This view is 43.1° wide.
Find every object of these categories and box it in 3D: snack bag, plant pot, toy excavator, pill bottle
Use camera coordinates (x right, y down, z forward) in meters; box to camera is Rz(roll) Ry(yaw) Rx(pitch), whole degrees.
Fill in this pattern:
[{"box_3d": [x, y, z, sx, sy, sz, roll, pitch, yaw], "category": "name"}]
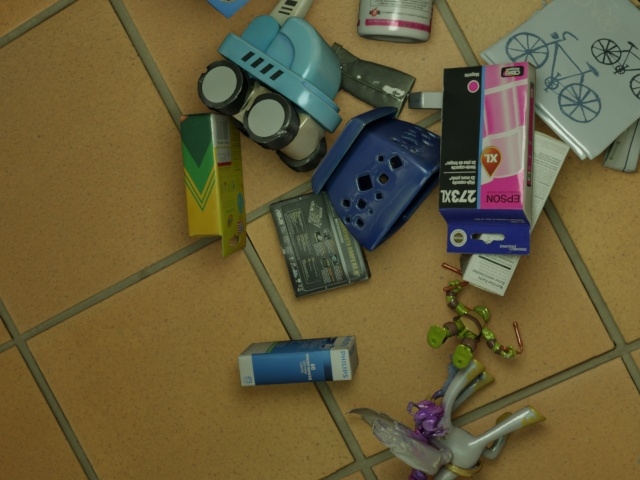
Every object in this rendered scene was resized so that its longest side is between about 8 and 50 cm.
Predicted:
[{"box_3d": [0.559, -0.375, 1.679, 0.342, 0.037, 0.323, -39, 76, -11], "category": "snack bag"}, {"box_3d": [0.130, -0.150, 1.743, 0.212, 0.236, 0.236, 41, 120, 10], "category": "plant pot"}, {"box_3d": [-0.075, -0.437, 1.748, 0.433, 0.222, 0.445, 38, 92, 24], "category": "toy excavator"}, {"box_3d": [0.170, -0.575, 1.734, 0.160, 0.160, 0.283, 7, 99, 9], "category": "pill bottle"}]

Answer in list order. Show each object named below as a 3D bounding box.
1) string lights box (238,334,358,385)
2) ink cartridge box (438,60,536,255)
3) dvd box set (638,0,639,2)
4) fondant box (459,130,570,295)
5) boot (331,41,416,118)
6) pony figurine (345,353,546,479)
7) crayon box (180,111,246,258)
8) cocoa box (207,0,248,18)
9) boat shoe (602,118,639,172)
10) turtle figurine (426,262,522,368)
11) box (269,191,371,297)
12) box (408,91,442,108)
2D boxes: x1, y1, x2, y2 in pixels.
[{"box_3d": [-0.049, 0.281, 1.899, 0.259, 0.133, 0.077, -5, 96, 11], "category": "string lights box"}, {"box_3d": [0.325, -0.158, 1.590, 0.175, 0.069, 0.371, 1, 91, 31], "category": "ink cartridge box"}, {"box_3d": [0.812, -0.656, 1.659, 0.420, 0.062, 0.308, -43, 89, 13], "category": "dvd box set"}, {"box_3d": [0.402, -0.069, 1.719, 0.096, 0.238, 0.330, 23, 101, 4], "category": "fondant box"}, {"box_3d": [0.086, -0.330, 1.834, 0.208, 0.076, 0.190, 29, 104, -2], "category": "boot"}, {"box_3d": [0.268, 0.437, 1.819, 0.351, 0.303, 0.363, 40, 87, -6], "category": "pony figurine"}, {"box_3d": [-0.239, -0.127, 1.844, 0.081, 0.202, 0.319, -2, 96, 11], "category": "crayon box"}, {"box_3d": [-0.211, -0.683, 1.663, 0.231, 0.228, 0.347, -34, 50, 20], "category": "cocoa box"}, {"box_3d": [0.654, -0.258, 1.728, 0.075, 0.083, 0.226, 8, 99, 8], "category": "boat shoe"}, {"box_3d": [0.319, 0.185, 1.803, 0.269, 0.217, 0.087, 51, 129, 8], "category": "turtle figurine"}, {"box_3d": [0.000, 0.000, 1.893, 0.183, 0.056, 0.231, -16, 95, 11], "category": "box"}, {"box_3d": [0.293, -0.299, 1.736, 0.186, 0.145, 0.038, -1, 99, -5], "category": "box"}]
